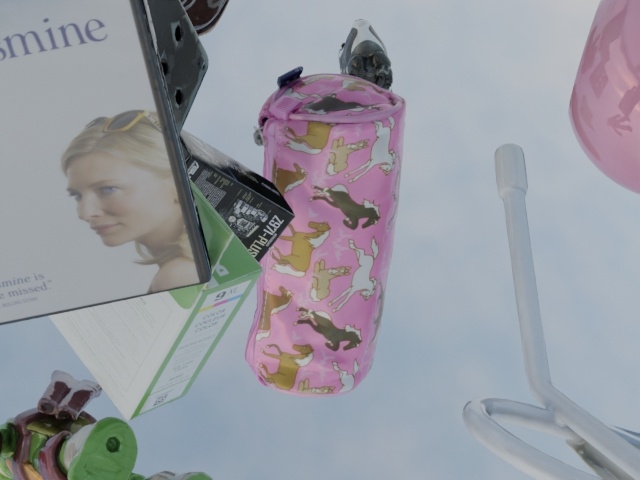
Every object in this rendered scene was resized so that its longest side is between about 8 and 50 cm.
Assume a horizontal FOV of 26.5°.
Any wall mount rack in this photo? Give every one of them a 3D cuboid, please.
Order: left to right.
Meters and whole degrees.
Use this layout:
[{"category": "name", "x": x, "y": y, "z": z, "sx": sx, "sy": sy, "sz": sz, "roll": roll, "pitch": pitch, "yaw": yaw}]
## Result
[{"category": "wall mount rack", "x": 0.224, "y": 0.073, "z": 0.719, "sx": 0.350, "sy": 0.130, "sz": 0.304, "roll": 19, "pitch": -169, "yaw": -25}]

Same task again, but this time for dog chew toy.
[{"category": "dog chew toy", "x": 0.383, "y": -0.112, "z": 1.136, "sx": 0.331, "sy": 0.207, "sz": 0.207, "roll": 18, "pitch": -136, "yaw": 12}]

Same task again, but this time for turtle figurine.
[{"category": "turtle figurine", "x": -0.228, "y": 0.230, "z": 1.088, "sx": 0.274, "sy": 0.266, "sz": 0.198, "roll": -31, "pitch": -76, "yaw": -40}]

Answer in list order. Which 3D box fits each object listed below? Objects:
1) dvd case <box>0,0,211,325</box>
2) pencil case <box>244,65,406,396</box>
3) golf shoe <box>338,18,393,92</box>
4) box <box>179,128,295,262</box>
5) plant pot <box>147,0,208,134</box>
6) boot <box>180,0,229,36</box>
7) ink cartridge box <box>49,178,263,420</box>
[{"category": "dvd case", "x": -0.168, "y": -0.046, "z": 0.757, "sx": 0.180, "sy": 0.253, "sz": 0.022, "roll": -11, "pitch": -133, "yaw": -2}, {"category": "pencil case", "x": 0.000, "y": 0.000, "z": 1.580, "sx": 0.167, "sy": 0.386, "sz": 0.160, "roll": 13, "pitch": -150, "yaw": 16}, {"category": "golf shoe", "x": 0.061, "y": -0.219, "z": 1.835, "sx": 0.077, "sy": 0.198, "sz": 0.094, "roll": -5, "pitch": -117, "yaw": -8}, {"category": "box", "x": -0.142, "y": -0.006, "z": 1.414, "sx": 0.147, "sy": 0.180, "sz": 0.077, "roll": 30, "pitch": -165, "yaw": -35}, {"category": "plant pot", "x": -0.209, "y": -0.154, "z": 1.198, "sx": 0.167, "sy": 0.188, "sz": 0.187, "roll": 6, "pitch": -122, "yaw": 22}, {"category": "boot", "x": -0.105, "y": -0.330, "z": 1.372, "sx": 0.090, "sy": 0.207, "sz": 0.248, "roll": 18, "pitch": -91, "yaw": 6}, {"category": "ink cartridge box", "x": -0.109, "y": 0.019, "z": 0.938, "sx": 0.062, "sy": 0.209, "sz": 0.109, "roll": -21, "pitch": -117, "yaw": -43}]
